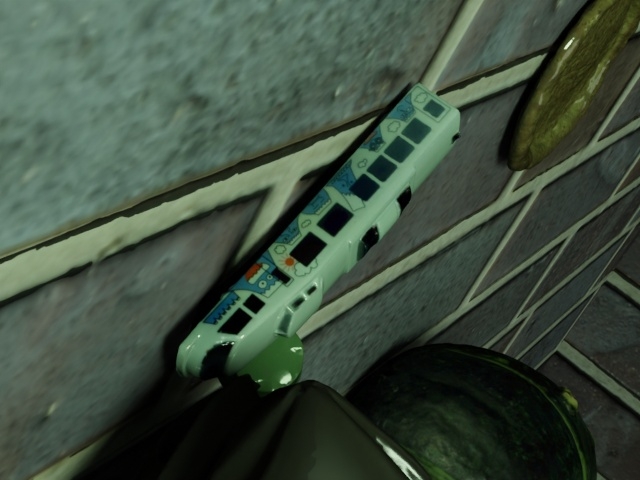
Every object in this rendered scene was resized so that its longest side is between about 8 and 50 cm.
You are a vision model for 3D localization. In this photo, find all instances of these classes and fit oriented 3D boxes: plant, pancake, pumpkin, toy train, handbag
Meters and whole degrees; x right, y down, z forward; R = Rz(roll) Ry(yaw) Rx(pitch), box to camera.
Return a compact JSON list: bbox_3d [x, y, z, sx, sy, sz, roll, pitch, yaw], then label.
[{"bbox_3d":[-0.037,0.072,0.779,0.051,0.051,0.102,-48,178,-15],"label":"plant"},{"bbox_3d":[0.202,-0.133,1.055,0.199,0.021,0.199,-48,164,-18],"label":"pancake"},{"bbox_3d":[0.103,0.245,1.207,0.323,0.241,0.323,-49,166,-17],"label":"pumpkin"},{"bbox_3d":[0.000,0.000,0.721,0.207,0.047,0.043,-47,163,-23],"label":"toy train"},{"bbox_3d":[-0.073,0.196,0.675,0.257,0.113,0.285,-57,-173,-19],"label":"handbag"}]
